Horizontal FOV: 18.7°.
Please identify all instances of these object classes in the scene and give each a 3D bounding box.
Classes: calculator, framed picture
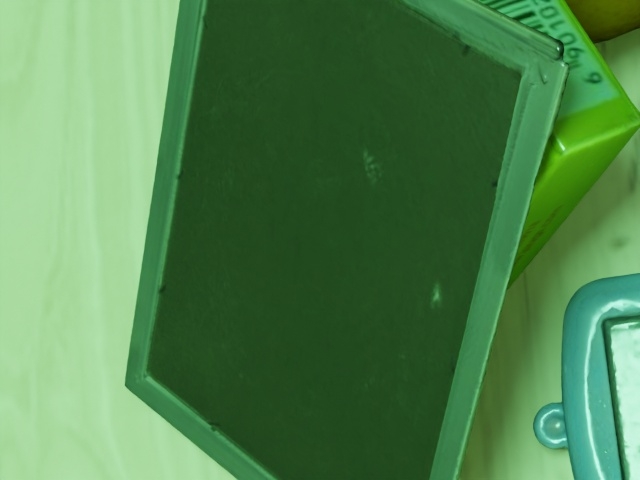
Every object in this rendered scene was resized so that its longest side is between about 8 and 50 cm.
[{"bbox_3d":[0.190,0.064,0.788,0.210,0.039,0.121,-8,75,14],"label":"calculator"},{"bbox_3d":[0.000,0.000,0.768,0.197,0.014,0.252,35,126,37],"label":"framed picture"}]

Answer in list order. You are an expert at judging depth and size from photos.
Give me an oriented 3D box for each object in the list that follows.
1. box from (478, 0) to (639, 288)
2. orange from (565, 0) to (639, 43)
[{"bbox_3d":[-0.005,-0.131,0.810,0.047,0.187,0.335,-21,70,-26],"label":"box"},{"bbox_3d":[0.106,-0.155,0.812,0.156,0.124,0.156,-4,62,7],"label":"orange"}]
